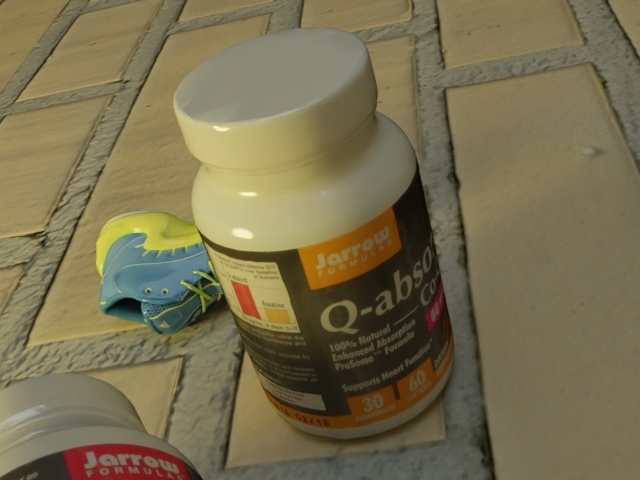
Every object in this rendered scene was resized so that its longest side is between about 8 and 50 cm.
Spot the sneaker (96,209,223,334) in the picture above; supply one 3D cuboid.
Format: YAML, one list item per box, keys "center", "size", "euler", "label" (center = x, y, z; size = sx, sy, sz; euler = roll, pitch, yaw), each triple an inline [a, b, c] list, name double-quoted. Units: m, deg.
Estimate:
- center: [-0.101, 0.034, 0.825]
  size: [0.240, 0.091, 0.126]
  euler: [-5, 55, 15]
  label: "sneaker"

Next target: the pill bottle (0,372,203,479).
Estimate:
- center: [-0.123, 0.216, 0.484]
  size: [0.176, 0.176, 0.318]
  euler: [-26, 36, -13]
  label: "pill bottle"

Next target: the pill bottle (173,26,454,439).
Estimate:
- center: [0.000, 0.000, 0.643]
  size: [0.162, 0.278, 0.162]
  euler: [-11, 36, 8]
  label: "pill bottle"
